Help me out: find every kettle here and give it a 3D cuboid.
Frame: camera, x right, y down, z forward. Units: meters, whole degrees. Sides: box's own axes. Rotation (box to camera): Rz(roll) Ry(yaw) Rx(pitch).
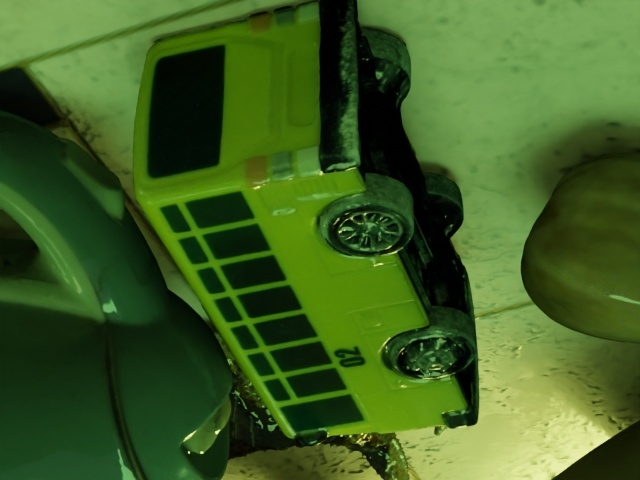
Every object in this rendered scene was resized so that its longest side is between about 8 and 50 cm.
[{"bbox_3d":[-0.226,0.084,1.054,0.342,0.247,0.319,-15,109,14],"label":"kettle"}]

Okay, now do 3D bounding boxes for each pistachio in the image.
[{"bbox_3d":[0.200,0.009,1.054,0.186,0.126,0.108,4,113,-25],"label":"pistachio"}]

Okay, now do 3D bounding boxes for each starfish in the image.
[{"bbox_3d":[-0.025,0.120,1.236,0.238,0.071,0.216,-11,149,28],"label":"starfish"}]

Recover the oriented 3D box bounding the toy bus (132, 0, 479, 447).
[{"bbox_3d":[0.000,0.000,1.022,0.150,0.128,0.262,-11,140,13],"label":"toy bus"}]

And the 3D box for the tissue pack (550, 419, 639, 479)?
[{"bbox_3d":[0.295,0.291,1.176,0.267,0.387,0.277,-40,171,39],"label":"tissue pack"}]
